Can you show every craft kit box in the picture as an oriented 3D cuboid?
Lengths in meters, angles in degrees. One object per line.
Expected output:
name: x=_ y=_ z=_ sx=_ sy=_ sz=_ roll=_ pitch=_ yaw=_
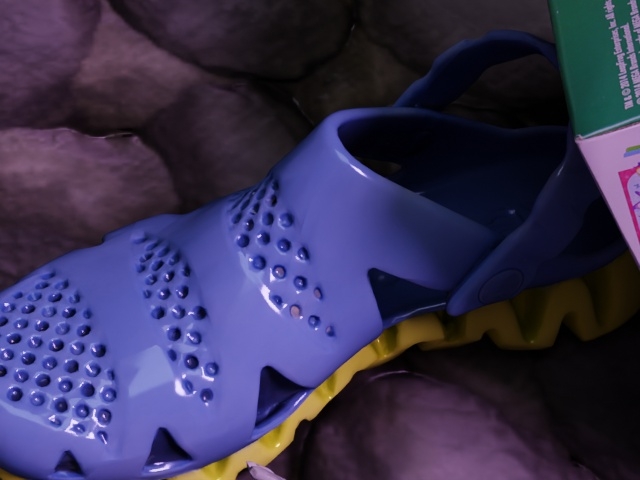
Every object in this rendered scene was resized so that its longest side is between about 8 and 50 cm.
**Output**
craft kit box: x=0.146 y=-0.060 z=0.636 sx=0.061 sy=0.247 sz=0.250 roll=-20 pitch=46 yaw=20

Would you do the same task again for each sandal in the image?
sandal: x=0.000 y=0.000 z=0.645 sx=0.317 sy=0.138 sz=0.126 roll=-23 pitch=57 yaw=-19

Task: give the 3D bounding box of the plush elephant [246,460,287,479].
plush elephant: x=0.031 y=0.215 z=0.391 sx=0.272 sy=0.330 sz=0.255 roll=22 pitch=83 yaw=40
